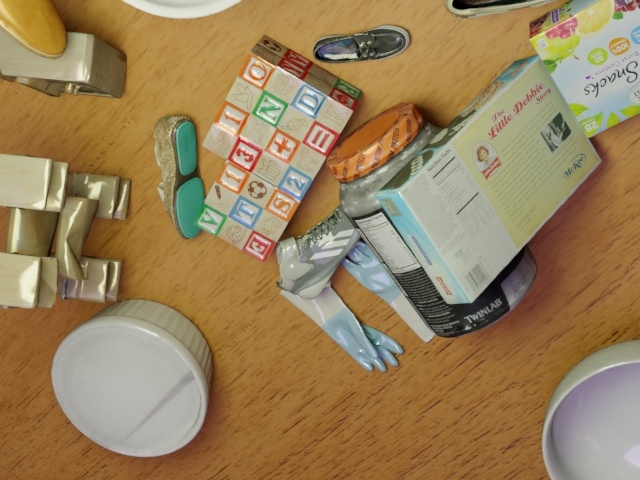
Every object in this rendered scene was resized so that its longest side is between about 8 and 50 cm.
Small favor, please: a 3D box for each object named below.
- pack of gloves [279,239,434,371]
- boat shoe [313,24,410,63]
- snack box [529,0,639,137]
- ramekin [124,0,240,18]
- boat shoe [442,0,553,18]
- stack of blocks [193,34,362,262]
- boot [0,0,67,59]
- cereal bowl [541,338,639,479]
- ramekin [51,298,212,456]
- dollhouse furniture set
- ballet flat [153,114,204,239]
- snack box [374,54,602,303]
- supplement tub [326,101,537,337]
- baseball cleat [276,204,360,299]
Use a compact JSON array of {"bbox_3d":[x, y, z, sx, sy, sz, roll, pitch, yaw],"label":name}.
[{"bbox_3d":[0.076,0.110,1.750,0.232,0.046,0.195,42,118,-11],"label":"pack of gloves"},{"bbox_3d":[0.057,-0.276,1.557,0.142,0.040,0.049,-5,115,15],"label":"boat shoe"},{"bbox_3d":[0.414,-0.263,1.466,0.207,0.070,0.174,-25,114,24],"label":"snack box"},{"bbox_3d":[-0.184,-0.412,1.307,0.277,0.135,0.277,-6,106,-22],"label":"ramekin"},{"bbox_3d":[0.304,-0.362,1.423,0.302,0.103,0.113,-21,111,21],"label":"boat shoe"},{"bbox_3d":[-0.085,-0.134,1.634,0.171,0.087,0.297,29,119,-3],"label":"stack of blocks"},{"bbox_3d":[-0.369,-0.397,1.382,0.211,0.104,0.295,-29,108,26],"label":"boot"},{"bbox_3d":[0.517,0.289,1.692,0.338,0.141,0.339,5,118,9],"label":"cereal bowl"},{"bbox_3d":[-0.307,0.224,1.844,0.272,0.127,0.273,5,117,10],"label":"ramekin"},{"bbox_3d":[-0.451,-0.103,1.589,0.256,0.362,0.394,7,90,7],"label":"dollhouse furniture set"},{"bbox_3d":[-0.225,-0.102,1.703,0.067,0.073,0.206,18,120,34],"label":"ballet flat"},{"bbox_3d":[0.237,-0.087,1.478,0.187,0.322,0.060,55,153,-17],"label":"snack box"},{"bbox_3d":[0.158,-0.031,1.575,0.193,0.194,0.316,-29,107,24],"label":"supplement tub"},{"bbox_3d":[0.000,0.000,1.670,0.109,0.072,0.206,21,108,-25],"label":"baseball cleat"}]
